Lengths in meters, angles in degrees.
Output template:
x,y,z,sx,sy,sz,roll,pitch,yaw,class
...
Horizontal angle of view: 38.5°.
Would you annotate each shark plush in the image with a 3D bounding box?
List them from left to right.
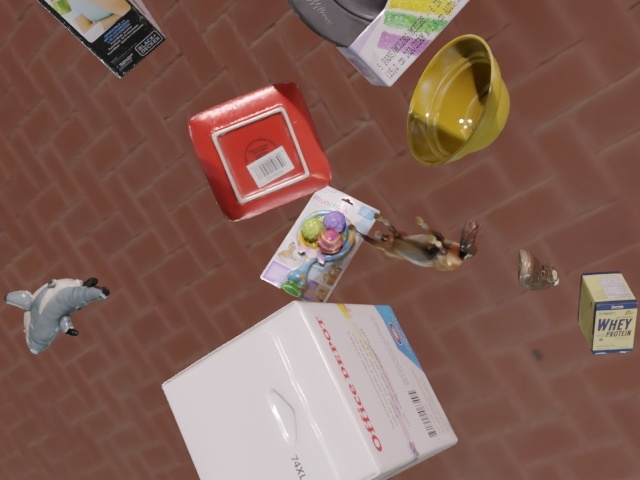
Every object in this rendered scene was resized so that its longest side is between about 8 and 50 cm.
x,y,z,sx,sy,sz,roll,pitch,yaw,class
-0.277,0.078,1.021,0.161,0.073,0.067,-18,75,29,shark plush

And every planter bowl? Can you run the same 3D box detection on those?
x,y,z,sx,sy,sz,roll,pitch,yaw,class
0.236,-0.210,1.462,0.090,0.217,0.217,16,141,-27,planter bowl

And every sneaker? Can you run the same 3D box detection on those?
x,y,z,sx,sy,sz,roll,pitch,yaw,class
0.409,0.055,1.717,0.071,0.188,0.066,0,81,15,sneaker

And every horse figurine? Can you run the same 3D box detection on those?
x,y,z,sx,sy,sz,roll,pitch,yaw,class
0.176,0.005,1.624,0.263,0.066,0.174,6,161,38,horse figurine

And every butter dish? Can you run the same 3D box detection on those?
x,y,z,sx,sy,sz,roll,pitch,yaw,class
-0.086,-0.128,1.258,0.118,0.160,0.160,-121,9,-71,butter dish

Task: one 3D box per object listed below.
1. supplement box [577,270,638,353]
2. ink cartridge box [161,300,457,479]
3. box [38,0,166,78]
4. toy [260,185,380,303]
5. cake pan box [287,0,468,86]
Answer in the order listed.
x,y,z,sx,sy,sz,roll,pitch,yaw,class
0.397,0.100,1.273,0.056,0.083,0.083,-4,119,2,supplement box
-0.003,0.201,1.063,0.197,0.270,0.198,-32,73,19,ink cartridge box
-0.340,-0.360,1.178,0.290,0.087,0.169,45,-172,-49,box
0.000,0.000,1.765,0.137,0.237,0.056,27,162,13,toy
0.067,-0.342,1.024,0.246,0.267,0.070,44,177,-18,cake pan box
